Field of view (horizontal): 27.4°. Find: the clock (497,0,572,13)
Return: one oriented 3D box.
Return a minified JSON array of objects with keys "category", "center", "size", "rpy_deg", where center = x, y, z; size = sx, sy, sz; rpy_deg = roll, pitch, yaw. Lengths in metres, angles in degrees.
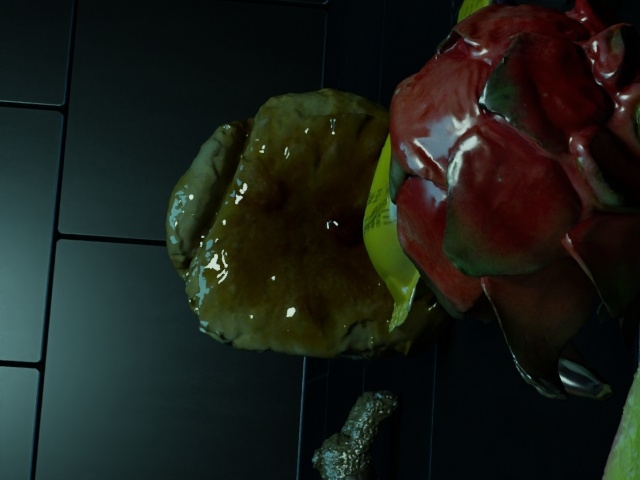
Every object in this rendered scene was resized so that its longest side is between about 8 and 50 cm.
[{"category":"clock","center":[0.106,-0.237,0.546],"size":[0.253,0.083,0.186],"rpy_deg":[100,172,-54]}]

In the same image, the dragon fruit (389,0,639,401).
[{"category":"dragon fruit","center":[0.085,-0.023,0.488],"size":[0.121,0.130,0.142],"rpy_deg":[37,129,45]}]

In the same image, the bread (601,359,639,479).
[{"category":"bread","center":[0.117,0.117,0.385],"size":[0.228,0.034,0.228],"rpy_deg":[-175,90,-88]}]

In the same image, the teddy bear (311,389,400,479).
[{"category":"teddy bear","center":[0.029,0.217,1.213],"size":[0.119,0.078,0.160],"rpy_deg":[134,141,-78]}]

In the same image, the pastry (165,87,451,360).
[{"category":"pastry","center":[0.000,0.000,0.980],"size":[0.218,0.229,0.100],"rpy_deg":[-48,3,-8]}]

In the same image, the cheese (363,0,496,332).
[{"category":"cheese","center":[0.081,-0.073,0.835],"size":[0.177,0.069,0.270],"rpy_deg":[117,168,-76]}]
